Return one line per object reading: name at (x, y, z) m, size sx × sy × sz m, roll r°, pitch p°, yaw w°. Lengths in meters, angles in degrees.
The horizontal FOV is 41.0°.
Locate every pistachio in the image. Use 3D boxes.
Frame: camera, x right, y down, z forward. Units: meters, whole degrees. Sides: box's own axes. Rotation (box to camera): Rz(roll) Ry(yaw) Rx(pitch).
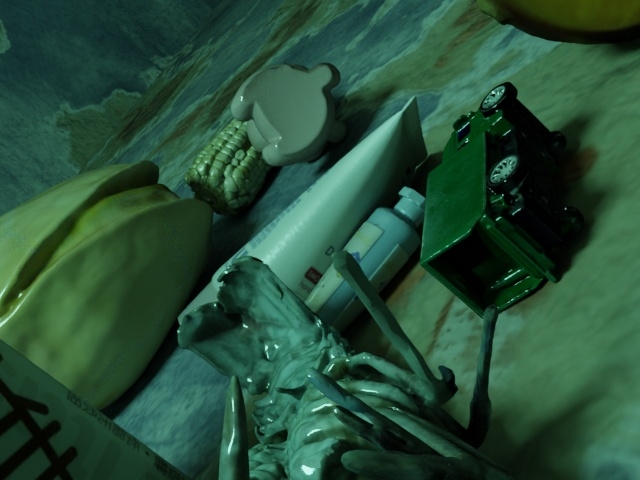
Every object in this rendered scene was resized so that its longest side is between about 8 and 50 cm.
pistachio at (-0.256, 0.050, 0.909) m, size 0.321 × 0.229 × 0.238 m, roll -45°, pitch -8°, yaw -28°

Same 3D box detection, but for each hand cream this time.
hand cream at (0.022, 0.035, 0.632) m, size 0.171 × 0.043 × 0.065 m, roll -51°, pitch -9°, yaw -6°
hand cream at (0.000, 0.000, 0.682) m, size 0.248 × 0.083 × 0.133 m, roll -47°, pitch -15°, yaw 0°

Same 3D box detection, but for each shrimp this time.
shrimp at (0.002, 0.107, 0.402) m, size 0.221 × 0.166 × 0.410 m, roll -48°, pitch 9°, yaw 3°

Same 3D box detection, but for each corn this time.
corn at (-0.082, -0.118, 1.063) m, size 0.087 × 0.087 × 0.211 m, roll -15°, pitch 32°, yaw 54°

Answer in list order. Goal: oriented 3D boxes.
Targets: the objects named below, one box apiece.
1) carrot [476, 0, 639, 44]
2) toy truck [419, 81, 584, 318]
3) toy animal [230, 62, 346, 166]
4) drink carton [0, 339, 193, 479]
carrot at (0.177, -0.285, 0.676) m, size 0.224 × 0.224 × 0.341 m, roll -40°, pitch 27°, yaw 18°
toy truck at (0.114, -0.032, 0.542) m, size 0.079 × 0.065 × 0.147 m, roll -37°, pitch 24°, yaw 33°
toy animal at (-0.029, -0.137, 0.972) m, size 0.124 × 0.124 × 0.212 m, roll -45°, pitch 0°, yaw 4°
drink carton at (-0.223, 0.159, 0.480) m, size 0.132 × 0.324 × 0.194 m, roll -36°, pitch 24°, yaw 25°
